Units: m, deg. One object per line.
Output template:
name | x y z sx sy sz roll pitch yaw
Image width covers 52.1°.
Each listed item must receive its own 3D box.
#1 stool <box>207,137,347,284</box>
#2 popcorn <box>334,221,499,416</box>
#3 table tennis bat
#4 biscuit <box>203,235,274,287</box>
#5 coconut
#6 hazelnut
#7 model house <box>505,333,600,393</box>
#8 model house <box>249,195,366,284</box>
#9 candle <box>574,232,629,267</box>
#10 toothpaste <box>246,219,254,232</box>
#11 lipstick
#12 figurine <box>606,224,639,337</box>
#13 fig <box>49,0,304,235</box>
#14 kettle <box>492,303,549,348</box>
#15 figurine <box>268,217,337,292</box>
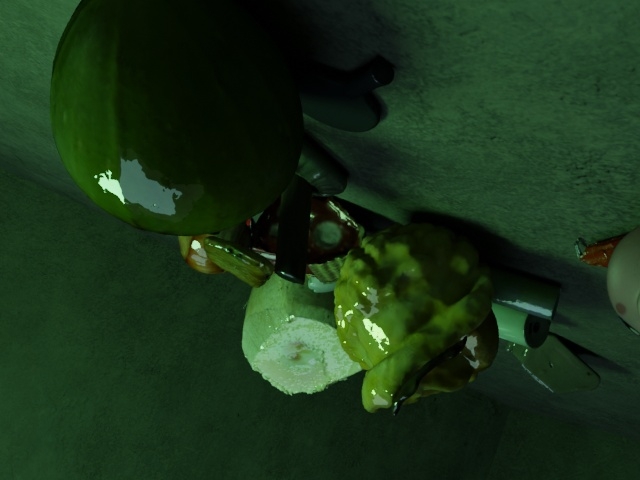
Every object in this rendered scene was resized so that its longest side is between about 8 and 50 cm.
stool | -0.160 -0.090 1.167 0.310 0.226 0.310 8 161 45
popcorn | 0.172 0.155 1.218 0.348 0.382 0.349 5 127 7
table tennis bat | 0.026 -0.193 0.865 0.150 0.027 0.236 28 168 -20
biscuit | -0.135 0.034 1.069 0.118 0.029 0.247 29 167 -3
coconut | -0.026 0.210 1.906 0.404 0.405 0.404 22 167 5
hazelnut | -0.248 -0.011 1.546 0.182 0.182 0.182 22 167 5
model house | 0.612 0.326 1.773 0.229 0.122 0.188 38 179 -4
model house | 0.000 0.000 1.407 0.253 0.160 0.196 13 166 10
candle | 0.421 0.015 0.972 0.048 0.053 0.162 29 169 -2
toothpaste | -0.221 -0.035 1.922 0.071 0.045 0.193 20 161 12
lipstick | 0.334 0.084 1.351 0.304 0.076 0.076 17 166 24
figurine | 0.443 0.054 0.810 0.173 0.173 0.173 22 167 5
fig | -0.169 -0.168 0.762 0.316 0.316 0.316 22 167 5
kettle | 0.456 0.183 1.540 0.148 0.127 0.098 10 130 54
figurine | -0.034 0.032 1.577 0.236 0.176 0.133 27 152 2
